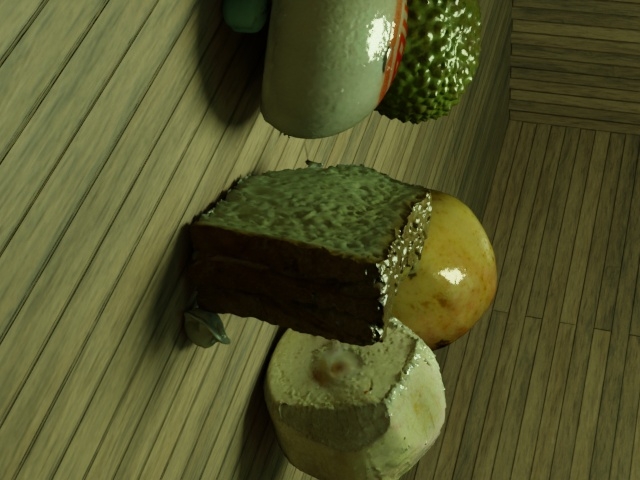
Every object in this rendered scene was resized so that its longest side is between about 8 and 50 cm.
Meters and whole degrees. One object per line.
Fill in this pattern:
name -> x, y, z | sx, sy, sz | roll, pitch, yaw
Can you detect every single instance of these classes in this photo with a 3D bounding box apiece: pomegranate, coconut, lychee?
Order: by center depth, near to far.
lychee -> 0.135, -0.349, 1.530 | 0.320, 0.270, 0.270 | 59, 26, -7
coconut -> 0.057, 0.267, 1.564 | 0.254, 0.297, 0.297 | 65, 36, -43
pomegranate -> 0.153, 0.045, 1.749 | 0.342, 0.342, 0.342 | 9, 90, -73

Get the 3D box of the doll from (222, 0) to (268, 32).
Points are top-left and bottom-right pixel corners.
doll -> -0.093, -0.330, 1.126 | 0.159, 0.059, 0.158 | -35, 131, -69

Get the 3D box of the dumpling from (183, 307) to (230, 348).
dumpling -> -0.142, 0.111, 1.206 | 0.052, 0.057, 0.076 | -61, 155, -47

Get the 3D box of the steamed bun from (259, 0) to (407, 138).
steamed bun -> 0.022, -0.269, 1.223 | 0.283, 0.177, 0.283 | -171, -90, -88

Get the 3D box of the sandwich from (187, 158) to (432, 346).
sandwich -> 0.001, 0.000, 1.261 | 0.325, 0.262, 0.131 | -52, 149, -59

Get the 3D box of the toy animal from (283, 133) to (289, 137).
toy animal -> 0.005, -0.252, 1.419 | 0.220, 0.108, 0.062 | -50, 167, 8
